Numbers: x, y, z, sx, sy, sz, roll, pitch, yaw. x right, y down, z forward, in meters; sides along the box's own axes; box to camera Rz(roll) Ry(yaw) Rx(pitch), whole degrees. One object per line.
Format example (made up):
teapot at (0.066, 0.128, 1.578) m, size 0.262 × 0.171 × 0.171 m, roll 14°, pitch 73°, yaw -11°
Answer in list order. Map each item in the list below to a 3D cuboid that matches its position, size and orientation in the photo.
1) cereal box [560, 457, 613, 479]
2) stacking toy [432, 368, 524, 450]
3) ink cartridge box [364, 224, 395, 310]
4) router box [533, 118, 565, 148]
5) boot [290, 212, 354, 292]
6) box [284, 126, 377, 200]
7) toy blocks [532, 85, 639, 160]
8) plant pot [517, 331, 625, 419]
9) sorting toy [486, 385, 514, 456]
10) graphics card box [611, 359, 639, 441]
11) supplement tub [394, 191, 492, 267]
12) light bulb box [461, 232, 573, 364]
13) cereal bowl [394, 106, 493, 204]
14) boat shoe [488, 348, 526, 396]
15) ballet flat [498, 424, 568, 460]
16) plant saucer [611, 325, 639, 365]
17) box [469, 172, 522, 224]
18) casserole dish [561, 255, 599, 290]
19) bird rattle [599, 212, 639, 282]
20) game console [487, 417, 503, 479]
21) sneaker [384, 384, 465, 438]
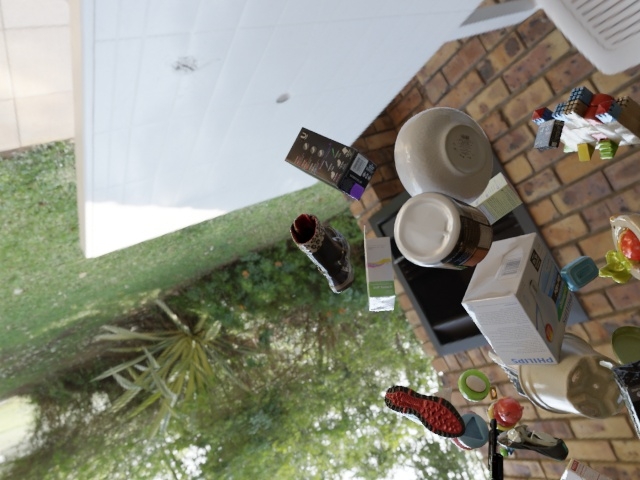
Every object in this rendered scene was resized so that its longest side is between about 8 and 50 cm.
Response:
cereal box at (0.845, 0.749, 1.415) m, size 0.047 × 0.240 × 0.173 m, roll -51°, pitch 144°, yaw -23°
stacking toy at (0.633, 0.666, 1.933) m, size 0.308 × 0.280 × 0.130 m, roll -25°, pitch 154°, yaw -15°
ink cartridge box at (0.267, 0.122, 2.193) m, size 0.119 × 0.354 × 0.207 m, roll -4°, pitch 154°, yaw 4°
router box at (0.784, -0.362, 1.647) m, size 0.038 × 0.092 × 0.122 m, roll 11°, pitch -173°, yaw 0°
boot at (0.000, 0.000, 1.908) m, size 0.138 × 0.284 × 0.378 m, roll -29°, pitch -144°, yaw 15°
box at (0.036, -0.272, 1.693) m, size 0.165 × 0.270 × 0.144 m, roll 23°, pitch 97°, yaw -55°
toy blocks at (0.947, -0.434, 1.697) m, size 0.191 × 0.260 × 0.381 m, roll -64°, pitch -161°, yaw -4°
plant pot at (0.966, 0.520, 1.808) m, size 0.333 × 0.334 × 0.305 m, roll -27°, pitch 173°, yaw 0°
sorting toy at (0.919, 0.915, 2.423) m, size 0.195 × 0.348 × 0.047 m, roll -9°, pitch 171°, yaw -45°
graphics card box at (0.879, 0.438, 1.136) m, size 0.232 × 0.371 × 0.094 m, roll -24°, pitch -167°, yaw 17°
supplement tub at (0.354, -0.018, 1.325) m, size 0.193 × 0.194 × 0.315 m, roll -31°, pitch 158°, yaw 29°
light bulb box at (0.776, 0.232, 1.865) m, size 0.225 × 0.361 × 0.358 m, roll -17°, pitch -151°, yaw 47°
cereal bowl at (0.411, -0.265, 1.506) m, size 0.338 × 0.339 × 0.141 m, roll -23°, pitch -178°, yaw -23°
boat shoe at (0.969, 0.666, 2.400) m, size 0.127 × 0.158 × 0.340 m, roll -3°, pitch -172°, yaw -20°
ballet flat at (0.842, 0.792, 1.923) m, size 0.280 × 0.096 × 0.095 m, roll -3°, pitch -156°, yaw 42°
plant saucer at (1.107, 0.400, 1.638) m, size 0.240 × 0.241 × 0.037 m, roll -22°, pitch 142°, yaw -30°
box at (0.798, -0.179, 2.261) m, size 0.243 × 0.117 × 0.214 m, roll -39°, pitch -170°, yaw 23°
casserole dish at (1.110, 0.137, 2.038) m, size 0.188 × 0.114 × 0.037 m, roll -28°, pitch 173°, yaw -16°
bird rattle at (0.733, 0.040, 1.105) m, size 0.142 × 0.207 × 0.253 m, roll -20°, pitch -172°, yaw 17°
game console at (0.612, 0.778, 1.682) m, size 0.043 × 0.213 × 0.361 m, roll 6°, pitch -150°, yaw 17°
sneaker at (0.330, 0.519, 1.465) m, size 0.125 × 0.261 × 0.104 m, roll 40°, pitch 74°, yaw -47°
